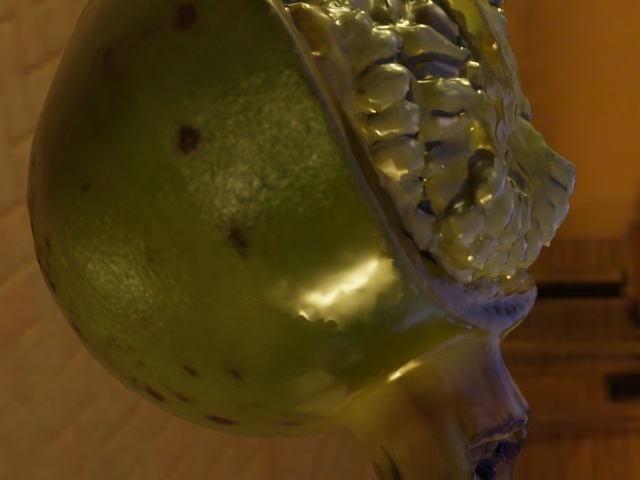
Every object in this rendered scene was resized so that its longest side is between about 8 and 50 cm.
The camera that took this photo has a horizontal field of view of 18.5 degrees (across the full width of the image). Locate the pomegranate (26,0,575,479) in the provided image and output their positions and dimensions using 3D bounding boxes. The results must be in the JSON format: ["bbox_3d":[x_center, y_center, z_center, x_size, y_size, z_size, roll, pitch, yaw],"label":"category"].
[{"bbox_3d":[0.000,0.000,0.906,0.260,0.260,0.341,69,0,-72],"label":"pomegranate"}]
